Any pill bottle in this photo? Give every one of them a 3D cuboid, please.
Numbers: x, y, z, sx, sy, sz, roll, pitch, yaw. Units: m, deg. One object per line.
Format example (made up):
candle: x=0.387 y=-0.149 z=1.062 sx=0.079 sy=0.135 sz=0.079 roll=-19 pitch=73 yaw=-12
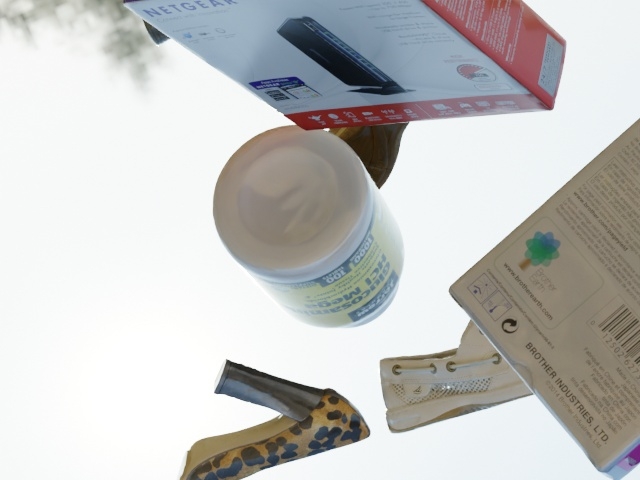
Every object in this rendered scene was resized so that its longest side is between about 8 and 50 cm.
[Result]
pill bottle: x=0.000 y=0.000 z=1.990 sx=0.188 sy=0.188 sz=0.334 roll=-20 pitch=159 yaw=7

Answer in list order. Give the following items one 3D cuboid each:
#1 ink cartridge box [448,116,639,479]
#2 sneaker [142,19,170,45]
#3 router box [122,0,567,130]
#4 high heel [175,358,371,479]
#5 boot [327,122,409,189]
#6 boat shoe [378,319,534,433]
ink cartridge box: x=0.266 y=0.003 z=1.169 sx=0.311 sy=0.186 sz=0.065 roll=-44 pitch=151 yaw=10
sneaker: x=-0.206 y=-0.389 z=2.199 sx=0.130 sy=0.228 sz=0.087 roll=-21 pitch=176 yaw=-3
router box: x=0.025 y=-0.218 z=1.632 sx=0.335 sy=0.301 sz=0.082 roll=-1 pitch=-113 yaw=42
high heel: x=-0.064 y=0.271 z=1.861 sx=0.186 sy=0.261 sz=0.093 roll=20 pitch=-156 yaw=-8
boot: x=0.056 y=-0.176 z=2.148 sx=0.095 sy=0.262 sz=0.203 roll=19 pitch=-153 yaw=-14
boat shoe: x=0.173 y=0.115 z=1.629 sx=0.277 sy=0.096 sz=0.098 roll=-21 pitch=174 yaw=28
